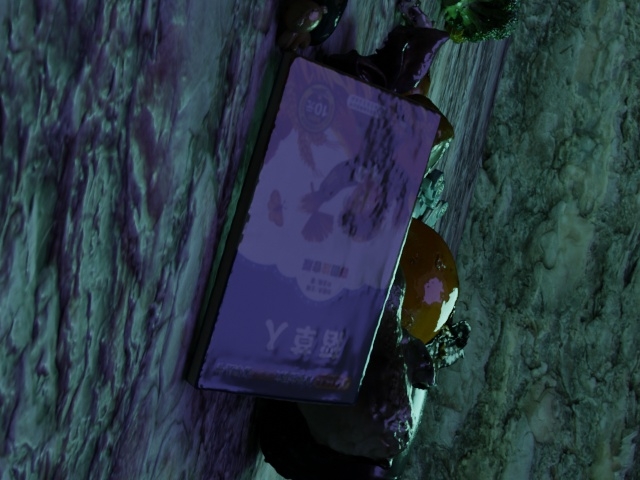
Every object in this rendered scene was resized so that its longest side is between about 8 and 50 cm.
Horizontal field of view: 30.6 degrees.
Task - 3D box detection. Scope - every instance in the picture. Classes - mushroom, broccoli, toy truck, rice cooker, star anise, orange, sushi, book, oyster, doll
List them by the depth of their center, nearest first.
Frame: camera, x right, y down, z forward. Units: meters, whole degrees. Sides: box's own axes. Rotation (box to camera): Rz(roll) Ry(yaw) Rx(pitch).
[{"bbox_3d":[-0.023,-0.253,1.412,0.061,0.051,0.093,-37,148,-22],"label":"doll"},{"bbox_3d":[0.000,0.000,1.515,0.300,0.039,0.428,13,94,-46],"label":"book"},{"bbox_3d":[0.076,-0.241,1.719,0.257,0.110,0.198,-38,170,-44],"label":"star anise"},{"bbox_3d":[0.057,0.156,1.728,0.130,0.247,0.344,117,-20,-70],"label":"mushroom"},{"bbox_3d":[0.033,0.293,1.894,0.224,0.267,0.267,-67,168,1],"label":"rice cooker"},{"bbox_3d":[0.117,0.072,1.998,0.246,0.246,0.246,16,90,-77],"label":"orange"},{"bbox_3d":[0.175,-0.376,2.081,0.061,0.106,0.200,-35,155,13],"label":"oyster"},{"bbox_3d":[0.177,-0.077,2.388,0.140,0.108,0.257,-57,162,-13],"label":"toy truck"},{"bbox_3d":[0.328,-0.494,2.389,0.156,0.195,0.195,15,92,-40],"label":"broccoli"},{"bbox_3d":[0.300,-0.463,2.552,0.083,0.049,0.054,17,90,-76],"label":"toy truck"},{"bbox_3d":[0.218,0.185,2.604,0.348,0.234,0.208,-65,166,-54],"label":"sushi"}]

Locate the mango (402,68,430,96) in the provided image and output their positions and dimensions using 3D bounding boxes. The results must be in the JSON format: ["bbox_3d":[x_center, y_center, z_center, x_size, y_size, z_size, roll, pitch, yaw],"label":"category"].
[{"bbox_3d":[0.154,-0.281,2.068,0.105,0.084,0.159,99,13,-51],"label":"mango"}]

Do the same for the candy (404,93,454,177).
[{"bbox_3d":[0.086,-0.109,1.742,0.260,0.118,0.260,-44,173,-7],"label":"candy"}]

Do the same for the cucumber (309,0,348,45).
[{"bbox_3d":[0.013,-0.349,1.434,0.115,0.063,0.244,-59,162,-48],"label":"cucumber"}]
